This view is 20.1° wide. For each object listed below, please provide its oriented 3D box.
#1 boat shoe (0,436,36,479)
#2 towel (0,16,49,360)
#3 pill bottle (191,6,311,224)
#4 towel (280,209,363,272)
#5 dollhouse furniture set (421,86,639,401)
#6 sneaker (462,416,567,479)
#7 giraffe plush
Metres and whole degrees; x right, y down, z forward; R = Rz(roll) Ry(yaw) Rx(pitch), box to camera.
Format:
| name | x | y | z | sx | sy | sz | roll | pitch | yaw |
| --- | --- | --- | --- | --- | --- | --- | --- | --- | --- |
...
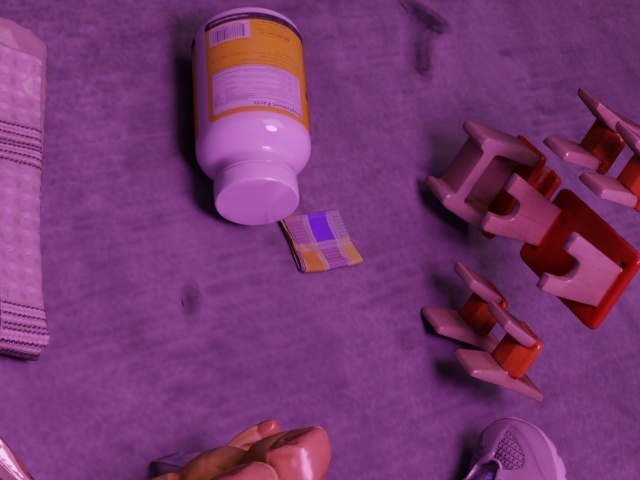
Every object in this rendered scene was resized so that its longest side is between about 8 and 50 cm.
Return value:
| name | x | y | z | sx | sy | sz | roll | pitch | yaw |
| --- | --- | --- | --- | --- | --- | --- | --- | --- | --- |
| boat shoe | -0.219 | 0.194 | 1.283 | 0.152 | 0.056 | 0.049 | 47 | 54 | -7 |
| towel | -0.336 | -0.086 | 1.364 | 0.312 | 0.056 | 0.324 | 19 | 50 | -34 |
| pill bottle | -0.062 | -0.110 | 1.608 | 0.103 | 0.103 | 0.184 | 20 | 51 | -34 |
| towel | 0.000 | 0.000 | 1.661 | 0.083 | 0.009 | 0.060 | -6 | 66 | -46 |
| dollhouse furniture set | 0.219 | -0.010 | 1.712 | 0.135 | 0.262 | 0.259 | 25 | 16 | -33 |
| sneaker | 0.134 | 0.253 | 1.534 | 0.115 | 0.105 | 0.281 | 36 | 43 | -20 |
| giraffe plush | -0.059 | 0.243 | 1.329 | 0.181 | 0.210 | 0.170 | -23 | 95 | -10 |
